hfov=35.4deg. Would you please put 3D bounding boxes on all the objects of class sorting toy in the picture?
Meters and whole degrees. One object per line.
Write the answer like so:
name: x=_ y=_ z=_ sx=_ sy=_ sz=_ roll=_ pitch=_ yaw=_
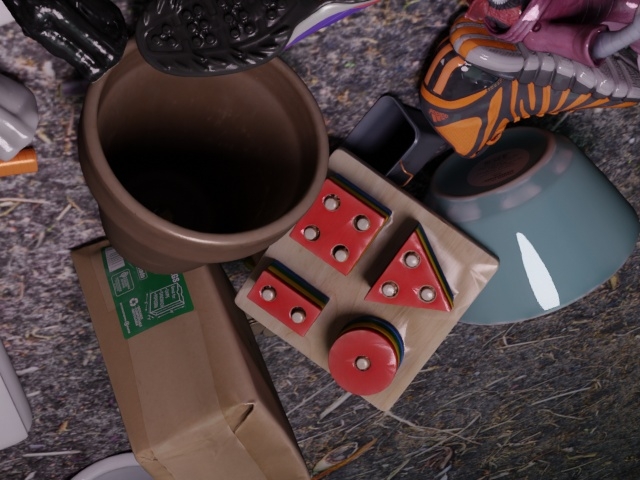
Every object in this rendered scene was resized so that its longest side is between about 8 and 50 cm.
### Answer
sorting toy: x=0.050 y=0.060 z=1.276 sx=0.257 sy=0.255 sz=0.089 roll=-55 pitch=177 yaw=17

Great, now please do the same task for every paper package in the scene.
paper package: x=-0.166 y=0.170 z=1.324 sx=0.168 sy=0.325 sz=0.309 roll=-24 pitch=147 yaw=-2

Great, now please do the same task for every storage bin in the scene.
storage bin: x=0.100 y=-0.115 z=1.329 sx=0.091 sy=0.098 sz=0.135 roll=-1 pitch=140 yaw=-48

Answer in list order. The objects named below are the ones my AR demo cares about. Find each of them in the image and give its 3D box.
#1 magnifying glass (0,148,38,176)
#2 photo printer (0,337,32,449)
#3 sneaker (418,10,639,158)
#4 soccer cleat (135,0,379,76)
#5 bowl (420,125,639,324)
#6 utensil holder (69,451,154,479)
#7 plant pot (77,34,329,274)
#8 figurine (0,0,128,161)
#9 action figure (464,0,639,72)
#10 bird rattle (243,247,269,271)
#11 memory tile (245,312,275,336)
magnifying glass: x=-0.429 y=-0.071 z=1.098 sx=0.230 sy=0.026 sz=0.092 roll=-12 pitch=144 yaw=-21
photo printer: x=-0.534 y=0.194 z=1.313 sx=0.256 sy=0.107 sz=0.308 roll=-16 pitch=145 yaw=-14
sneaker: x=0.268 y=-0.195 z=1.317 sx=0.321 sy=0.125 sz=0.180 roll=7 pitch=140 yaw=-24
soccer cleat: x=-0.036 y=-0.253 z=1.035 sx=0.318 sy=0.109 sz=0.116 roll=-24 pitch=-170 yaw=0
bowl: x=0.261 y=-0.044 z=1.382 sx=0.311 sy=0.311 sz=0.163 roll=-28 pitch=115 yaw=3
utensil holder: x=-0.298 y=0.606 z=1.833 sx=0.327 sy=0.328 sz=0.385 roll=-23 pitch=148 yaw=-4
plant pot: x=-0.151 y=-0.073 z=1.117 sx=0.263 sy=0.263 sz=0.229 roll=-7 pitch=161 yaw=-25
figurine: x=-0.332 y=-0.196 z=0.952 sx=0.215 sy=0.092 sz=0.209 roll=-37 pitch=137 yaw=18
action figure: x=0.290 y=-0.303 z=1.149 sx=0.370 sy=0.248 sz=0.276 roll=-14 pitch=168 yaw=-18
bird rattle: x=0.000 y=0.000 z=1.390 sx=0.253 sy=0.143 sz=0.207 roll=-35 pitch=129 yaw=9
memory tile: x=-0.080 y=0.101 z=1.567 sx=0.113 sy=0.012 sz=0.148 roll=6 pitch=136 yaw=-38
